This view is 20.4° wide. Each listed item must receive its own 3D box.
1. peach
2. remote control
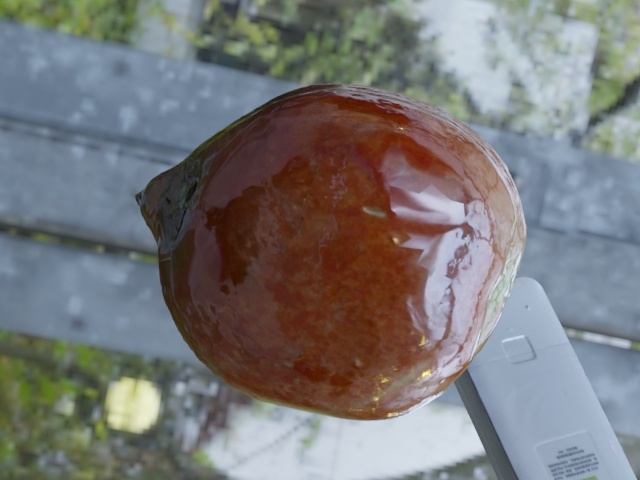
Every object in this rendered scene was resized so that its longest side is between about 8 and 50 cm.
[{"bbox_3d":[0.000,0.000,1.172,0.232,0.256,0.232,-58,164,-28],"label":"peach"},{"bbox_3d":[0.172,0.145,1.374,0.250,0.103,0.034,65,-29,23],"label":"remote control"}]
